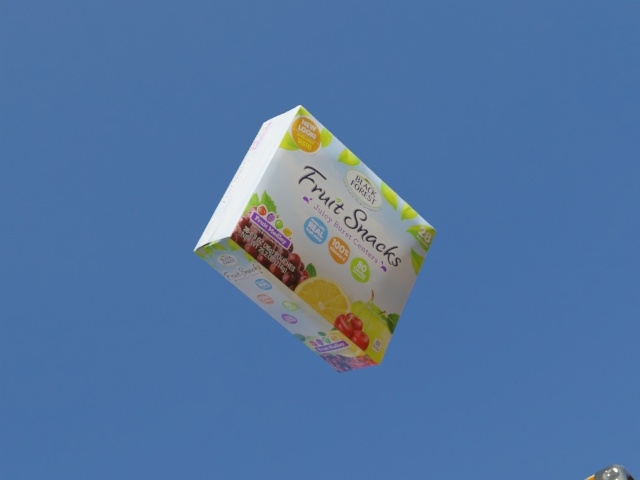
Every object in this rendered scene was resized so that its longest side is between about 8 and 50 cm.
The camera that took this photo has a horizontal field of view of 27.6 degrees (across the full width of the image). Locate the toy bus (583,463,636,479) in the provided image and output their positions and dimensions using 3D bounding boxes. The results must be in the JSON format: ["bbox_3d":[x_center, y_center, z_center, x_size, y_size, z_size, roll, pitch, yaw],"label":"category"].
[{"bbox_3d":[0.260,0.329,1.146,0.149,0.220,0.211,-37,-88,17],"label":"toy bus"}]

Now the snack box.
[{"bbox_3d":[0.000,0.000,1.290,0.207,0.174,0.070,43,-36,-23],"label":"snack box"}]
